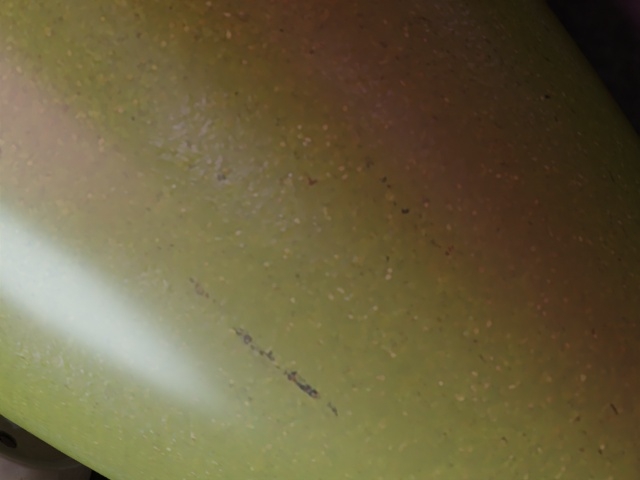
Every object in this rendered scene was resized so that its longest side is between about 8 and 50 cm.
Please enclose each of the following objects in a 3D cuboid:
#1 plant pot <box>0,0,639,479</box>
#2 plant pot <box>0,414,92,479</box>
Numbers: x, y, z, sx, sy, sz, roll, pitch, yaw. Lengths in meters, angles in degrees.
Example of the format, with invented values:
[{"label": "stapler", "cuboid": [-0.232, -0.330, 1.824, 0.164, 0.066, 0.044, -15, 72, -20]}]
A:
[{"label": "plant pot", "cuboid": [0.000, 0.000, 0.610, 0.293, 0.275, 0.274, 43, 124, 13]}, {"label": "plant pot", "cuboid": [-0.240, 0.163, 0.867, 0.256, 0.256, 0.274, 47, 109, 27]}]
